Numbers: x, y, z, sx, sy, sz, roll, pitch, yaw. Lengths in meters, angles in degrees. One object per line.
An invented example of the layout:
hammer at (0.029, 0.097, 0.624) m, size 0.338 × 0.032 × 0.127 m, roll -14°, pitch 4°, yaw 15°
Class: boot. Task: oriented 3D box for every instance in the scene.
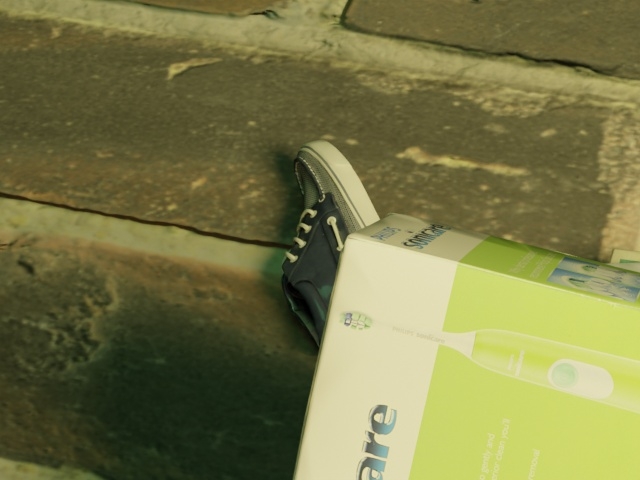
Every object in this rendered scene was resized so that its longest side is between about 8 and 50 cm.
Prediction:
boot at (0.000, 0.000, 1.348) m, size 0.086 × 0.069 × 0.190 m, roll -19°, pitch 50°, yaw -15°

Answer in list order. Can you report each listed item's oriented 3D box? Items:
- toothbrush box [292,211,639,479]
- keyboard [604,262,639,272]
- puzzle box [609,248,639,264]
toothbrush box at (0.137, 0.120, 0.906) m, size 0.283 × 0.206 × 0.122 m, roll 13°, pitch 10°, yaw 11°
keyboard at (0.239, 0.091, 1.170) m, size 0.072 × 0.014 × 0.256 m, roll -6°, pitch 35°, yaw -3°
puzzle box at (0.298, 0.182, 1.157) m, size 0.272 × 0.052 × 0.409 m, roll 8°, pitch 49°, yaw 14°
